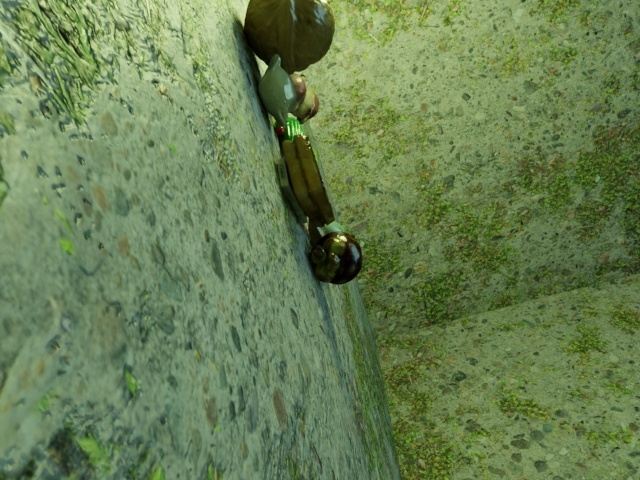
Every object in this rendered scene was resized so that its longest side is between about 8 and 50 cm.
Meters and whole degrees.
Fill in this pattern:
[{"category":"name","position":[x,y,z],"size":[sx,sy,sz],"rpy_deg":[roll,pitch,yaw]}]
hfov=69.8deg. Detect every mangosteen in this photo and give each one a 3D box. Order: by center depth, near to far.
[{"category":"mangosteen","position":[0.043,0.059,1.623],"size":[0.217,0.192,0.192],"rpy_deg":[10,59,-48]}]

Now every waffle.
[{"category":"waffle","position":[-0.033,-0.188,1.543],"size":[0.327,0.098,0.223],"rpy_deg":[64,10,-71]}]

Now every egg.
[{"category":"egg","position":[0.034,-0.029,1.858],"size":[0.164,0.132,0.131],"rpy_deg":[58,16,-50]}]

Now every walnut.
[{"category":"walnut","position":[-0.104,-0.723,1.551],"size":[0.333,0.334,0.332],"rpy_deg":[-16,90,-84]}]

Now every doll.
[{"category":"doll","position":[-0.105,-0.641,2.088],"size":[0.256,0.152,0.195],"rpy_deg":[31,74,-59]}]

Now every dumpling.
[{"category":"dumpling","position":[-0.149,-0.481,1.518],"size":[0.215,0.126,0.166],"rpy_deg":[58,-16,-17]}]

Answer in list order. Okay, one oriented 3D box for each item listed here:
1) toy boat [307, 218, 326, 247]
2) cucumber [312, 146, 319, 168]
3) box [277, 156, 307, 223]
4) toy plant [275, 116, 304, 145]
[{"category":"toy boat","position":[0.000,0.000,1.759],"size":[0.072,0.065,0.205],"rpy_deg":[-68,145,-53]},{"category":"cucumber","position":[-0.053,-0.399,2.384],"size":[0.078,0.062,0.211],"rpy_deg":[26,45,-35]},{"category":"box","position":[-0.092,-0.163,1.533],"size":[0.220,0.032,0.122],"rpy_deg":[63,12,-56]},{"category":"toy plant","position":[-0.113,-0.380,1.674],"size":[0.154,0.088,0.240],"rpy_deg":[60,20,-14]}]
